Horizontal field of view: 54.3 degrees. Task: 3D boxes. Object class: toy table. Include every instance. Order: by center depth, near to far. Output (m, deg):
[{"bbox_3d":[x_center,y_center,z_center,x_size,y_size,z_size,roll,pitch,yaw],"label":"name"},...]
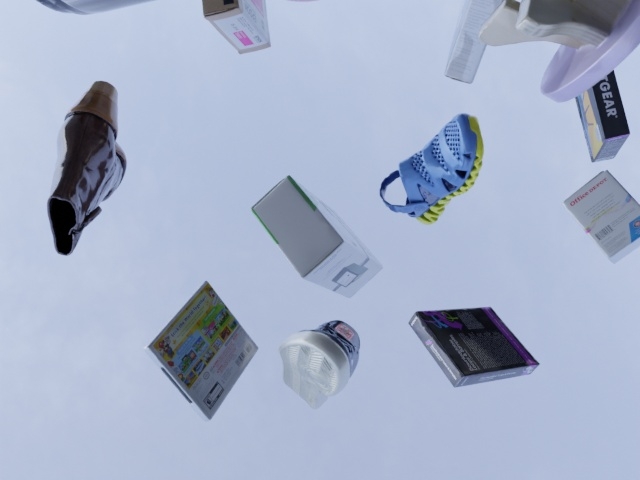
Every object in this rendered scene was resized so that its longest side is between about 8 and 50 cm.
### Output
[{"bbox_3d":[0.359,-0.335,0.881,0.160,0.274,0.252,28,-136,-9],"label":"toy table"}]

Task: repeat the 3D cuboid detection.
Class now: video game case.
[{"bbox_3d":[-0.245,0.230,1.330,0.206,0.026,0.227,56,-142,-16],"label":"video game case"}]

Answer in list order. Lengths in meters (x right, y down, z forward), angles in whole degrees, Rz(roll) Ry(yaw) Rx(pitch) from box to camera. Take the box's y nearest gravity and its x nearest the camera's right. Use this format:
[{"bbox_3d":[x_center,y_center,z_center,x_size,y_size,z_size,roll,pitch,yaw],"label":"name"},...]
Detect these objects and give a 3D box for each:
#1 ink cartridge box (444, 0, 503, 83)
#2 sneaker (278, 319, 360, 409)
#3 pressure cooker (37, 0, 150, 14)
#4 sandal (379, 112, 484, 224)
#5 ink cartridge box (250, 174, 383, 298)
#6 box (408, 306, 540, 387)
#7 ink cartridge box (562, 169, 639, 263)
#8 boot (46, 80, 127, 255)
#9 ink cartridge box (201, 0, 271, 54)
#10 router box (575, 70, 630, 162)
[{"bbox_3d":[0.312,-0.494,1.124,0.072,0.307,0.304,17,-132,6],"label":"ink cartridge box"},{"bbox_3d":[0.015,0.196,1.123,0.131,0.350,0.148,41,-111,8],"label":"sneaker"},{"bbox_3d":[-0.389,-0.594,1.090,0.420,0.370,0.376,-4,-109,20],"label":"pressure cooker"},{"bbox_3d":[0.217,-0.135,1.252,0.138,0.317,0.126,7,-123,-15],"label":"sandal"},{"bbox_3d":[0.000,0.000,1.418,0.121,0.289,0.211,-43,-114,8],"label":"ink cartridge box"},{"bbox_3d":[0.214,0.144,0.869,0.162,0.029,0.116,3,-141,-37],"label":"box"},{"bbox_3d":[0.468,-0.039,1.008,0.052,0.088,0.122,19,-145,-53],"label":"ink cartridge box"},{"bbox_3d":[-0.324,-0.069,0.836,0.090,0.248,0.207,14,-124,-13],"label":"boot"},{"bbox_3d":[-0.193,-0.562,1.420,0.088,0.234,0.193,-8,-95,11],"label":"ink cartridge box"},{"bbox_3d":[0.497,-0.245,1.116,0.046,0.133,0.179,-11,-103,12],"label":"router box"}]
